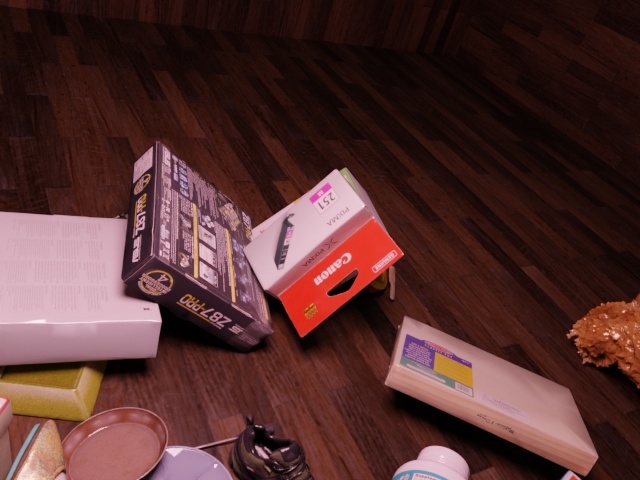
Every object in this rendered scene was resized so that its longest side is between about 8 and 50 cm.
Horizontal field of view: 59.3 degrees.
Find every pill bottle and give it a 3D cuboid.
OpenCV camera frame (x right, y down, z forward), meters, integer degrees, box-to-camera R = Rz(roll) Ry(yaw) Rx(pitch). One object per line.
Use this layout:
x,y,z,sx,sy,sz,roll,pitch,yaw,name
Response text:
0.161,0.453,0.882,0.146,0.146,0.264,28,36,12,pill bottle

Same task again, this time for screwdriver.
-0.161,0.352,0.987,0.169,0.025,0.024,-10,44,-22,screwdriver

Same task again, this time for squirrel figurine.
0.836,0.236,1.382,0.396,0.281,0.370,16,29,-8,squirrel figurine

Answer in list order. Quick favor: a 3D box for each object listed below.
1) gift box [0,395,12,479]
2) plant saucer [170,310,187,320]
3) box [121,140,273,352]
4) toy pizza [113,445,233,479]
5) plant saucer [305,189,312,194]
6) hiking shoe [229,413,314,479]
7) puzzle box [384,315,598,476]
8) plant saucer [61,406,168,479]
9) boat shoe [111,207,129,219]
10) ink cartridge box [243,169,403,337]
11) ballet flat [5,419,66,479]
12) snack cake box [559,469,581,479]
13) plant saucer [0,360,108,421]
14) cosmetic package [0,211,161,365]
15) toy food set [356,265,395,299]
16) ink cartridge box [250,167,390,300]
-0.553,0.303,0.661,0.276,0.258,0.255,14,35,-8,gift box
-0.274,0.127,1.226,0.119,0.021,0.119,13,36,-9,plant saucer
-0.256,0.004,1.195,0.318,0.097,0.395,39,22,-37,box
-0.228,0.408,0.860,0.201,0.032,0.201,9,34,-6,toy pizza
-0.005,-0.125,1.690,0.083,0.013,0.084,13,36,-10,plant saucer
-0.053,0.383,0.903,0.226,0.114,0.086,33,38,19,hiking shoe
0.341,0.304,1.174,0.408,0.052,0.272,24,17,8,puzzle box
-0.325,0.334,0.888,0.168,0.029,0.168,-1,27,0,plant saucer
-0.437,-0.051,1.343,0.223,0.073,0.080,-15,47,-39,boat shoe
-0.004,0.023,1.161,0.060,0.275,0.239,40,12,-51,ink cartridge box
-0.390,0.406,0.724,0.123,0.123,0.349,16,41,-4,ballet flat
0.406,0.530,0.939,0.264,0.089,0.152,-19,48,-41,snack cake box
-0.480,0.217,0.991,0.188,0.045,0.188,10,37,-12,plant saucer
-0.479,0.077,1.082,0.284,0.098,0.377,1,30,-25,cosmetic package
0.103,0.071,1.404,0.218,0.071,0.128,42,35,-35,toy food set
0.000,0.000,1.285,0.117,0.278,0.201,43,19,-49,ink cartridge box
